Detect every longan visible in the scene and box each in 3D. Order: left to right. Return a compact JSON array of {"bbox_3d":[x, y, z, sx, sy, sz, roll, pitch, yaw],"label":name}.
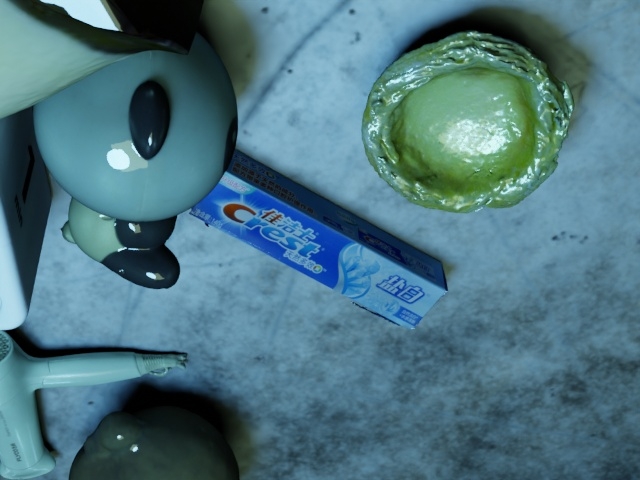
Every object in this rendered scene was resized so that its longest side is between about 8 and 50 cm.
[{"bbox_3d":[-0.183,0.254,1.509,0.184,0.159,0.204,-14,134,11],"label":"longan"}]

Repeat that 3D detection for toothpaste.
[{"bbox_3d":[0.000,0.000,1.397,0.272,0.053,0.066,29,120,-21],"label":"toothpaste"}]

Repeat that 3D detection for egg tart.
[{"bbox_3d":[0.133,-0.117,1.302,0.197,0.078,0.197,0,124,-1],"label":"egg tart"}]

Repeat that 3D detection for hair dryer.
[{"bbox_3d":[-0.256,0.168,1.517,0.237,0.075,0.206,-13,133,-3],"label":"hair dryer"}]

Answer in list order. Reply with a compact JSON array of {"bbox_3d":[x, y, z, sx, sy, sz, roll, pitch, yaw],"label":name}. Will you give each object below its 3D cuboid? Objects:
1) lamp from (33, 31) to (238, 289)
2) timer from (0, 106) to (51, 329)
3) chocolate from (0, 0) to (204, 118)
[{"bbox_3d":[-0.164,-0.085,1.242,0.197,0.198,0.244,4,134,-6],"label":"lamp"},{"bbox_3d":[-0.360,-0.045,1.261,0.192,0.195,0.194,-4,127,1],"label":"timer"},{"bbox_3d":[-0.282,-0.223,1.051,0.297,0.326,0.314,-34,116,16],"label":"chocolate"}]
